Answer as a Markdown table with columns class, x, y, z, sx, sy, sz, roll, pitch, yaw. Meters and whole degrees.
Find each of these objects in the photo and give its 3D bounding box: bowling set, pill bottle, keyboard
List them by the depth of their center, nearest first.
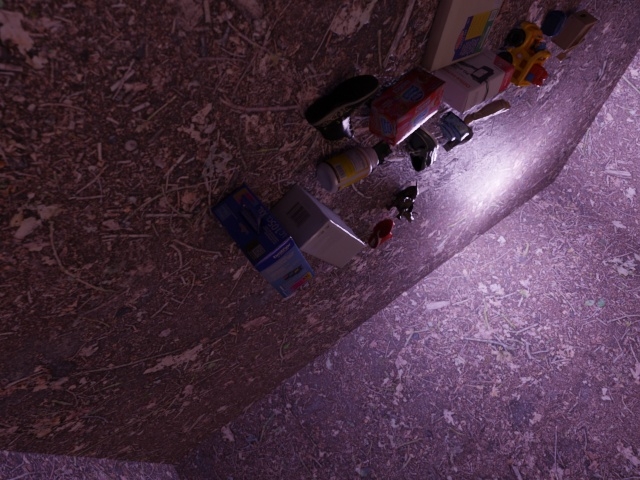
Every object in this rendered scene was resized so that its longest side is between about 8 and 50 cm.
| class | x | y | z | sx | sy | sz | roll | pitch | yaw |
| --- | --- | --- | --- | --- | --- | --- | --- | --- | --- |
| pill bottle | 0.101 | -0.264 | 1.512 | 0.215 | 0.117 | 0.117 | -29 | 151 | -22 |
| keyboard | 0.195 | -0.319 | 1.660 | 0.192 | 0.038 | 0.100 | -37 | 130 | -5 |
| bowling set | 0.671 | -0.601 | 1.741 | 0.154 | 0.199 | 0.287 | -20 | -178 | 34 |

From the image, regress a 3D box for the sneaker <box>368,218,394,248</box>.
| class | x | y | z | sx | sy | sz | roll | pitch | yaw |
| --- | --- | --- | --- | --- | --- | --- | --- | --- | --- |
| sneaker | 0.342 | -0.055 | 2.206 | 0.128 | 0.087 | 0.221 | -29 | 165 | -39 |

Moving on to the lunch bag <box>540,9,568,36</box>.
| class | x | y | z | sx | sy | sz | roll | pitch | yaw |
| --- | --- | --- | --- | --- | --- | --- | --- | --- | --- |
| lunch bag | 0.968 | -0.900 | 1.722 | 0.065 | 0.067 | 0.098 | -26 | 149 | -28 |

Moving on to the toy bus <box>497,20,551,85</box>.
| class | x | y | z | sx | sy | sz | roll | pitch | yaw |
| --- | --- | --- | --- | --- | --- | --- | --- | --- | --- |
| toy bus | 0.831 | -0.721 | 1.661 | 0.150 | 0.211 | 0.220 | -16 | 143 | -37 |

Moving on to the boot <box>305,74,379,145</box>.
| class | x | y | z | sx | sy | sz | roll | pitch | yaw |
| --- | --- | --- | --- | --- | --- | --- | --- | --- | --- |
| boot | 0.085 | -0.400 | 1.303 | 0.237 | 0.085 | 0.178 | -28 | 157 | 11 |

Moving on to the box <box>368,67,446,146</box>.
| class | x | y | z | sx | sy | sz | roll | pitch | yaw |
| --- | --- | --- | --- | --- | --- | --- | --- | --- | --- |
| box | 0.294 | -0.457 | 1.424 | 0.257 | 0.123 | 0.128 | -41 | 156 | -22 |

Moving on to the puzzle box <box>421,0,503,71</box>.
| class | x | y | z | sx | sy | sz | roll | pitch | yaw |
| --- | --- | --- | --- | --- | --- | --- | --- | --- | --- |
| puzzle box | 0.482 | -0.762 | 1.322 | 0.272 | 0.052 | 0.408 | -27 | 151 | -25 |

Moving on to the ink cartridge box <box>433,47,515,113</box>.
| class | x | y | z | sx | sy | sz | roll | pitch | yaw |
| --- | --- | --- | --- | --- | --- | --- | --- | --- | --- |
| ink cartridge box | 0.554 | -0.594 | 1.534 | 0.237 | 0.172 | 0.100 | -32 | 152 | -16 |

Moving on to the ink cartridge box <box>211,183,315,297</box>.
| class | x | y | z | sx | sy | sz | roll | pitch | yaw |
| --- | --- | --- | --- | --- | --- | --- | --- | --- | --- |
| ink cartridge box | -0.188 | 0.002 | 1.371 | 0.151 | 0.270 | 0.395 | -40 | 154 | -5 |

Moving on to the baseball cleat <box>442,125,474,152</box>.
| class | x | y | z | sx | sy | sz | roll | pitch | yaw |
| --- | --- | --- | --- | --- | --- | --- | --- | --- | --- |
| baseball cleat | 0.626 | -0.451 | 1.906 | 0.109 | 0.072 | 0.206 | -36 | 173 | -4 |

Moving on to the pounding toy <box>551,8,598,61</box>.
| class | x | y | z | sx | sy | sz | roll | pitch | yaw |
| --- | --- | --- | --- | --- | --- | --- | --- | --- | --- |
| pounding toy | 1.121 | -0.917 | 1.879 | 0.181 | 0.094 | 0.206 | -30 | 161 | -30 |

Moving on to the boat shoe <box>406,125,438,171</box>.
| class | x | y | z | sx | sy | sz | roll | pitch | yaw |
| --- | --- | --- | --- | --- | --- | --- | --- | --- | --- |
| boat shoe | 0.419 | -0.380 | 1.753 | 0.099 | 0.116 | 0.319 | -46 | 158 | 3 |

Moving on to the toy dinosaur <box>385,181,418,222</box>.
| class | x | y | z | sx | sy | sz | roll | pitch | yaw |
| --- | --- | --- | --- | --- | --- | --- | --- | --- | --- |
| toy dinosaur | 0.421 | -0.205 | 2.055 | 0.160 | 0.121 | 0.313 | -40 | 151 | -29 |

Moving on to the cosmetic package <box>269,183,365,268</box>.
| class | x | y | z | sx | sy | sz | roll | pitch | yaw |
| --- | --- | --- | --- | --- | --- | --- | --- | --- | --- |
| cosmetic package | 0.000 | -0.042 | 1.616 | 0.156 | 0.217 | 0.385 | -45 | 151 | 7 |

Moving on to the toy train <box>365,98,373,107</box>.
| class | x | y | z | sx | sy | sz | roll | pitch | yaw |
| --- | --- | --- | --- | --- | --- | --- | --- | --- | --- |
| toy train | 0.139 | -0.463 | 1.350 | 0.027 | 0.036 | 0.158 | -56 | 153 | 13 |

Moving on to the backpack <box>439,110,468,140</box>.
| class | x | y | z | sx | sy | sz | roll | pitch | yaw |
| --- | --- | --- | --- | --- | --- | --- | --- | --- | --- |
| backpack | 0.576 | -0.481 | 1.800 | 0.084 | 0.114 | 0.105 | -44 | 154 | 7 |
